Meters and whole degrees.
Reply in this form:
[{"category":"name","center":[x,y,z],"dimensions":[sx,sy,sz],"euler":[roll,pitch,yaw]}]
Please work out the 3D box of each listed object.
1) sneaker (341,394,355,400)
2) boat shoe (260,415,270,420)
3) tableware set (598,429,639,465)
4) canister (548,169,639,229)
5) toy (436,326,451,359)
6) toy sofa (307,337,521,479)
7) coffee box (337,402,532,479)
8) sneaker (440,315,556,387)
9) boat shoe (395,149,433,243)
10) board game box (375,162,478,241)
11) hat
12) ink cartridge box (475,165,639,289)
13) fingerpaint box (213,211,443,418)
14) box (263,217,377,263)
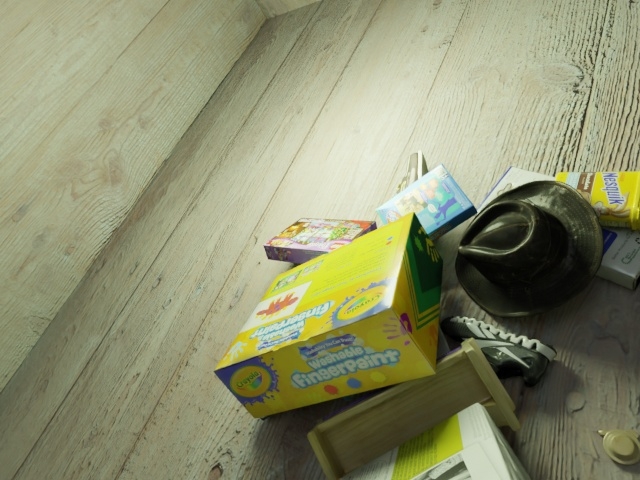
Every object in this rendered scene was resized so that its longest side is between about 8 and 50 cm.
[{"category":"sneaker","center":[0.082,0.278,1.013],"dimensions":[0.087,0.092,0.229],"euler":[-4,35,36]},{"category":"boat shoe","center":[-0.064,0.383,1.051],"dimensions":[0.233,0.084,0.079],"euler":[-26,83,7]},{"category":"tableware set","center":[0.544,0.369,0.657],"dimensions":[0.141,0.020,0.169],"euler":[-13,49,24]},{"category":"canister","center":[0.586,-0.088,0.865],"dimensions":[0.170,0.073,0.126],"euler":[7,63,40]},{"category":"toy","center":[0.207,0.214,0.967],"dimensions":[0.137,0.056,0.237],"euler":[-45,35,29]},{"category":"toy sofa","center":[0.172,0.339,0.792],"dimensions":[0.362,0.177,0.150],"euler":[-32,77,11]},{"category":"coffee box","center":[0.172,0.474,0.515],"dimensions":[0.334,0.338,0.338],"euler":[-34,77,9]},{"category":"sneaker","center":[0.350,0.231,0.861],"dimensions":[0.234,0.078,0.106],"euler":[15,63,39]},{"category":"boat shoe","center":[0.263,-0.124,1.184],"dimensions":[0.096,0.116,0.324],"euler":[-10,57,25]},{"category":"board game box","center":[0.264,-0.075,1.052],"dimensions":[0.210,0.047,0.160],"euler":[-35,52,17]},{"category":"hat","center":[0.392,0.007,0.876],"dimensions":[0.331,0.134,0.331],"euler":[-32,51,49]},{"category":"ink cartridge box","center":[0.560,-0.047,0.945],"dimensions":[0.176,0.069,0.371],"euler":[-50,46,-8]},{"category":"fingerpaint box","center":[0.037,0.166,0.930],"dimensions":[0.445,0.163,0.371],"euler":[-27,17,29]},{"category":"box","center":[0.000,0.000,1.245],"dimensions":[0.293,0.057,0.201],"euler":[4,30,37]}]
